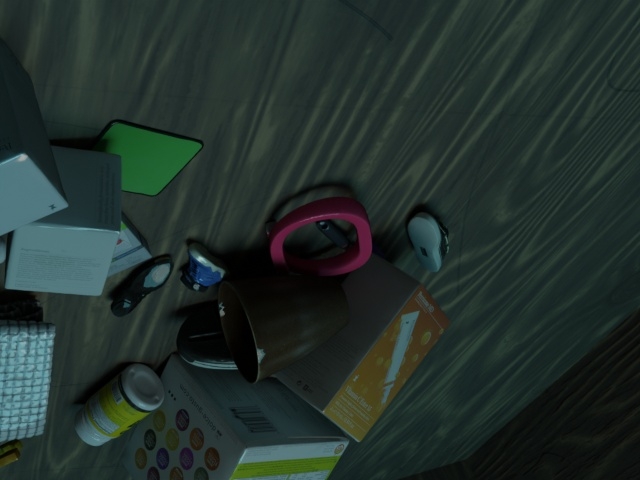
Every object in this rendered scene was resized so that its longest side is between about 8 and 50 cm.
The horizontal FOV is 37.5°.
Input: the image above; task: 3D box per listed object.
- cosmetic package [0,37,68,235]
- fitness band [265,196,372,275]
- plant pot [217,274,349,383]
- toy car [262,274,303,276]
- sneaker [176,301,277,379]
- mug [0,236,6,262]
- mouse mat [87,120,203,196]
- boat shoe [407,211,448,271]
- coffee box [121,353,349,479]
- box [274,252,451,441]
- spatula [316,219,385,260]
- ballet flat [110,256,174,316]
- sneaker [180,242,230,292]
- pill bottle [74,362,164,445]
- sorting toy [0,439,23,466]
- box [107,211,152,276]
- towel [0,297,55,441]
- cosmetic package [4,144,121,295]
[{"bbox_3d":[-0.468,-0.115,1.183,0.224,0.225,0.138,-24,153,-2],"label":"cosmetic package"},{"bbox_3d":[0.000,0.000,1.915,0.209,0.054,0.291,-13,153,-1],"label":"fitness band"},{"bbox_3d":[-0.065,0.156,1.932,0.230,0.215,0.215,-16,152,-21],"label":"plant pot"},{"bbox_3d":[-0.088,0.078,2.062,0.122,0.060,0.041,-31,112,-22],"label":"toy car"},{"bbox_3d":[-0.149,0.260,2.170,0.447,0.169,0.257,-6,146,-36],"label":"sneaker"},{"bbox_3d":[-0.554,0.016,1.548,0.064,0.078,0.062,-15,120,-36],"label":"mug"},{"bbox_3d":[-0.299,-0.129,1.533,0.152,0.007,0.189,-41,150,30],"label":"mouse mat"},{"bbox_3d":[0.248,-0.012,2.122,0.070,0.077,0.219,-54,156,-19],"label":"boat shoe"},{"bbox_3d":[-0.211,0.505,2.269,0.338,0.337,0.334,8,117,-46],"label":"coffee box"},{"bbox_3d":[0.096,0.234,2.081,0.345,0.168,0.215,-52,143,-8],"label":"box"},{"bbox_3d":[0.061,0.011,2.044,0.084,0.030,0.296,-31,152,11],"label":"spatula"},{"bbox_3d":[-0.352,0.084,1.848,0.173,0.049,0.057,-40,122,19],"label":"ballet flat"},{"bbox_3d":[-0.243,0.059,1.857,0.084,0.058,0.152,-36,158,4],"label":"sneaker"},{"bbox_3d":[-0.471,0.386,2.193,0.208,0.119,0.119,-38,150,26],"label":"pill bottle"},{"bbox_3d":[-0.815,0.508,2.123,0.307,0.041,0.229,-24,-168,-1],"label":"sorting toy"},{"bbox_3d":[-0.398,0.008,1.665,0.145,0.038,0.186,-24,152,-1],"label":"box"},{"bbox_3d":[-0.624,0.242,1.739,0.235,0.121,0.284,-1,120,-25],"label":"towel"},{"bbox_3d":[-0.395,-0.029,1.445,0.151,0.151,0.184,6,144,-20],"label":"cosmetic package"}]
